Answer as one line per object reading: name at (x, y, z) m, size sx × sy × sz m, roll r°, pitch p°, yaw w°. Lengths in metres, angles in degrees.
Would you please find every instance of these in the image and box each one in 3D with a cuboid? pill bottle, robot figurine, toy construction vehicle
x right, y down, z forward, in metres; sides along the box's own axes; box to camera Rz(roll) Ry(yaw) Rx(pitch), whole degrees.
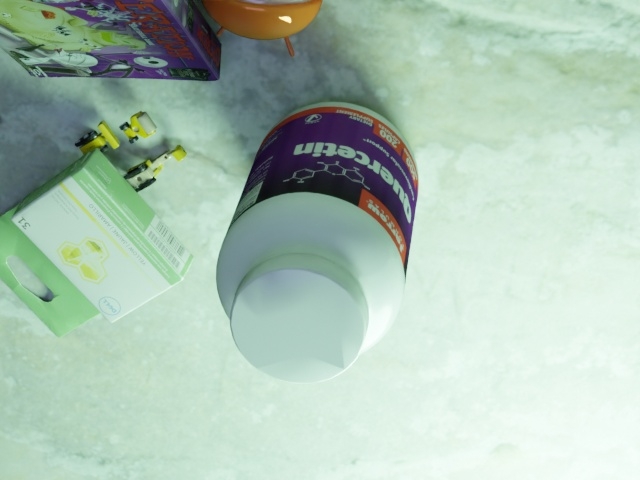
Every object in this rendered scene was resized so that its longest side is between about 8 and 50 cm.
pill bottle at (0.000, 0.000, 1.364) m, size 0.181 × 0.323 × 0.182 m, roll 3°, pitch 119°, yaw 6°
robot figurine at (-0.054, -0.290, 1.327) m, size 0.158 × 0.128 × 0.219 m, roll -5°, pitch 121°, yaw -21°
toy construction vehicle at (-0.206, -0.102, 1.507) m, size 0.098 × 0.035 × 0.086 m, roll -28°, pitch 111°, yaw 30°

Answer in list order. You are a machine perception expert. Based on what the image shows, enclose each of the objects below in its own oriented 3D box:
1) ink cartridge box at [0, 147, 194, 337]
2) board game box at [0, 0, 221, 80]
ink cartridge box at (-0.283, 0.021, 1.555) m, size 0.235 × 0.056 × 0.171 m, roll -31°, pitch 110°, yaw 28°
board game box at (-0.226, -0.218, 1.291) m, size 0.208 × 0.347 × 0.056 m, roll -2°, pitch 81°, yaw 7°
